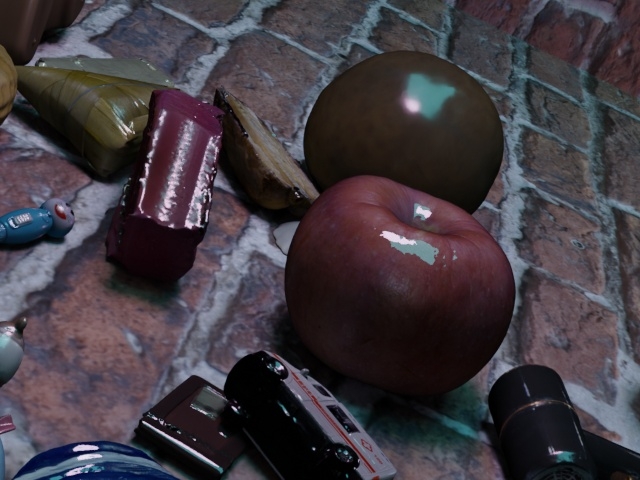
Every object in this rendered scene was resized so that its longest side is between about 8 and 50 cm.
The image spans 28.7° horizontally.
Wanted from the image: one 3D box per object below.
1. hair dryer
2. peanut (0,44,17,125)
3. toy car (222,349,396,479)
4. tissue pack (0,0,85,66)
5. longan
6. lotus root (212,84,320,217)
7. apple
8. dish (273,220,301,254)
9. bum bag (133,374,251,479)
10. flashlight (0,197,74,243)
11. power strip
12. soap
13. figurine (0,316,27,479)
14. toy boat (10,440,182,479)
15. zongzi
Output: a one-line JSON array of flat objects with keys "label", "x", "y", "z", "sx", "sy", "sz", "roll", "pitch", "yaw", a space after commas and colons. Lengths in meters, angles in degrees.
[{"label": "hair dryer", "x": 0.386, "y": 0.299, "z": 1.608, "sx": 0.352, "sy": 0.107, "sz": 0.189, "roll": 24, "pitch": 27, "yaw": -19}, {"label": "peanut", "x": -0.490, "y": -0.188, "z": 1.615, "sx": 0.174, "sy": 0.158, "sz": 0.340, "roll": 0, "pitch": 17, "yaw": 12}, {"label": "toy car", "x": -0.013, "y": 0.209, "z": 1.369, "sx": 0.210, "sy": 0.089, "sz": 0.108, "roll": 48, "pitch": 26, "yaw": 22}, {"label": "tissue pack", "x": -0.514, "y": -0.444, "z": 1.934, "sx": 0.277, "sy": 0.267, "sz": 0.387, "roll": 23, "pitch": 26, "yaw": -5}, {"label": "longan", "x": 0.131, "y": -0.154, "z": 1.994, "sx": 0.319, "sy": 0.319, "sz": 0.319, "roll": 22, "pitch": 26, "yaw": -11}, {"label": "lotus root", "x": -0.107, "y": -0.136, "z": 1.981, "sx": 0.167, "sy": 0.078, "sz": 0.329, "roll": 37, "pitch": 13, "yaw": -39}, {"label": "apple", "x": 0.096, "y": 0.062, "z": 1.605, "sx": 0.305, "sy": 0.235, "sz": 0.306, "roll": 20, "pitch": 23, "yaw": -9}, {"label": "dish", "x": 0.000, "y": 0.000, "z": 1.856, "sx": 0.137, "sy": 0.039, "sz": 0.091, "roll": 17, "pitch": 27, "yaw": -18}, {"label": "bum bag", "x": -0.129, "y": 0.203, "z": 1.370, "sx": 0.109, "sy": 0.026, "sz": 0.159, "roll": 31, "pitch": 20, "yaw": 8}, {"label": "flashlight", "x": -0.358, "y": -0.018, "z": 1.543, "sx": 0.051, "sy": 0.051, "sz": 0.129, "roll": 38, "pitch": 34, "yaw": 23}, {"label": "power strip", "x": -0.358, "y": -0.247, "z": 1.963, "sx": 0.093, "sy": 0.053, "sz": 0.288, "roll": 42, "pitch": 29, "yaw": 26}, {"label": "soap", "x": -0.196, "y": -0.084, "z": 1.647, "sx": 0.112, "sy": 0.182, "sz": 0.289, "roll": 20, "pitch": 51, "yaw": -14}, {"label": "figurine", "x": -0.311, "y": 0.159, "z": 1.122, "sx": 0.103, "sy": 0.205, "sz": 0.260, "roll": 44, "pitch": 16, "yaw": -22}, {"label": "toy boat", "x": -0.156, "y": 0.293, "z": 1.125, "sx": 0.291, "sy": 0.070, "sz": 0.210, "roll": 41, "pitch": 33, "yaw": 20}, {"label": "zongzi", "x": -0.323, "y": -0.207, "z": 1.858, "sx": 0.256, "sy": 0.115, "sz": 0.228, "roll": 33, "pitch": 29, "yaw": 20}]
